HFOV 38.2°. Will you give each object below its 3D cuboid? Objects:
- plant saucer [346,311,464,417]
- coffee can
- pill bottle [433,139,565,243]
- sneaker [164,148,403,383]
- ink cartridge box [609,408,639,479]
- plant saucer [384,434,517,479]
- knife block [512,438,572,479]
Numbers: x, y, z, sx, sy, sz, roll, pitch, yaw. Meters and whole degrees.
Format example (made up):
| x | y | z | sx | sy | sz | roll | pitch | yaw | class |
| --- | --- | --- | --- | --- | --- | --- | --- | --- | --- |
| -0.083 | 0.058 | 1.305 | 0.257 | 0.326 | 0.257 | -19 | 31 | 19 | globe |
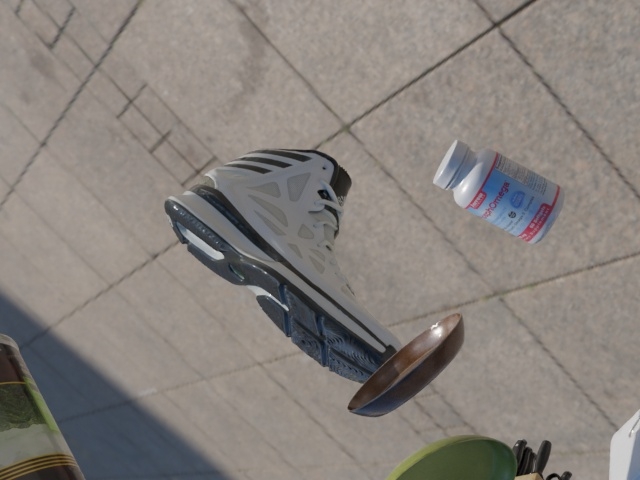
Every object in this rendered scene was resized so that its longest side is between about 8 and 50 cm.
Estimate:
| x | y | z | sx | sy | sz | roll | pitch | yaw | class |
| --- | --- | --- | --- | --- | --- | --- | --- | --- | --- |
| 0.101 | 0.144 | 1.036 | 0.029 | 0.168 | 0.168 | 50 | 151 | -1 | plant saucer |
| -0.342 | 0.260 | 0.927 | 0.275 | 0.201 | 0.201 | 55 | 156 | 19 | coffee can |
| 0.235 | -0.068 | 1.227 | 0.160 | 0.087 | 0.087 | 28 | 151 | -1 | pill bottle |
| 0.000 | -0.001 | 1.379 | 0.447 | 0.257 | 0.169 | 38 | 156 | 24 | sneaker |
| 0.419 | 0.242 | 0.964 | 0.191 | 0.082 | 0.139 | 19 | 139 | -1 | ink cartridge box |
| 0.173 | 0.363 | 1.343 | 0.037 | 0.241 | 0.241 | 57 | 170 | 47 | plant saucer |
| 0.332 | 0.445 | 1.544 | 0.088 | 0.242 | 0.276 | -26 | 153 | 37 | knife block |
